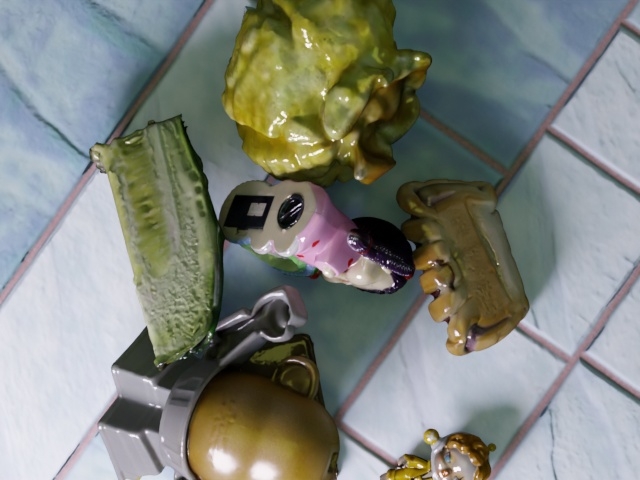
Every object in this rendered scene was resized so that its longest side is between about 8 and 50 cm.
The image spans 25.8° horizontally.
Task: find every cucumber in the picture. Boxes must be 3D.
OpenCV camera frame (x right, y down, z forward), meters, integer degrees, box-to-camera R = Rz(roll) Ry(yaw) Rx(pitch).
[{"bbox_3d":[-0.176,0.009,1.672,0.145,0.105,0.325,-23,58,8],"label":"cucumber"}]

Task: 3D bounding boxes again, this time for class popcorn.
[{"bbox_3d":[0.004,-0.188,1.655,0.224,0.258,0.270,-11,83,-28],"label":"popcorn"}]

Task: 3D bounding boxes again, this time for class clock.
[{"bbox_3d":[0.000,0.000,1.681,0.195,0.194,0.100,28,77,-37],"label":"clock"}]

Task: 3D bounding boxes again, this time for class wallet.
[{"bbox_3d":[-0.045,0.223,1.770,0.110,0.031,0.198,-11,90,2],"label":"wallet"}]

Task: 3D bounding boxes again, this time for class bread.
[{"bbox_3d":[0.175,0.025,1.731,0.134,0.081,0.225,-17,87,-26],"label":"bread"}]

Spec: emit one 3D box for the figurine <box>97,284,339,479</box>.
[{"bbox_3d":[-0.111,0.224,1.675,0.284,0.167,0.343,12,111,26],"label":"figurine"}]

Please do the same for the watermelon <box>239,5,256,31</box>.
[{"bbox_3d":[-0.067,-0.256,1.755,0.085,0.061,0.085,0,89,11],"label":"watermelon"}]

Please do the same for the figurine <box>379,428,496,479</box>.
[{"bbox_3d":[0.149,0.293,1.751,0.101,0.068,0.143,44,104,5],"label":"figurine"}]
